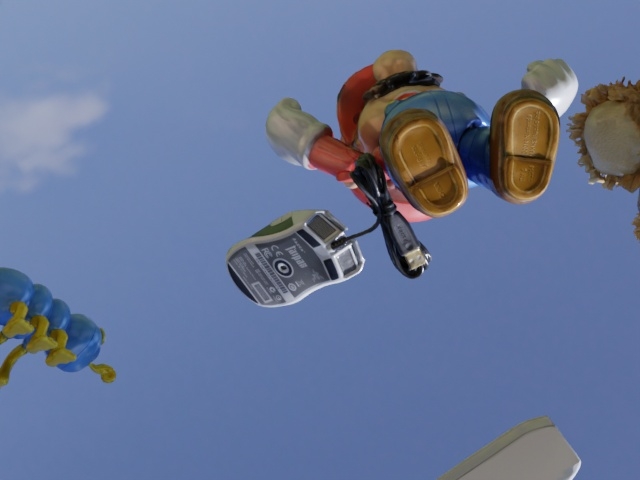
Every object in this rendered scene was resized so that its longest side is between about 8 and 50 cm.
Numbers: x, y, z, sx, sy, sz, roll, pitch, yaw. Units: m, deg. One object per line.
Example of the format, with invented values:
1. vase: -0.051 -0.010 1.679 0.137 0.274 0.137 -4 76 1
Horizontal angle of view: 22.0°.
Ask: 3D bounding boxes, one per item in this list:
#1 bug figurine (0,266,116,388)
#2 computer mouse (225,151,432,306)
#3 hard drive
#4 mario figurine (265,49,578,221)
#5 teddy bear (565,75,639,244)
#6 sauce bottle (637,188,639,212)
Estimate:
1. bug figurine: -0.265 0.044 1.009 0.279 0.216 0.072 -19 -139 41
2. computer mouse: 0.000 0.000 1.313 0.193 0.106 0.042 -19 -156 42
3. hard drive: 0.030 0.225 1.036 0.233 0.047 0.353 -33 165 -13
4. mario figurine: 0.077 -0.104 1.333 0.170 0.198 0.320 -64 -167 0
5. teddy bear: 0.349 -0.116 1.215 0.338 0.245 0.113 -54 161 10
6. sauce bottle: 0.461 0.032 1.644 0.111 0.111 0.344 -33 -131 -9
